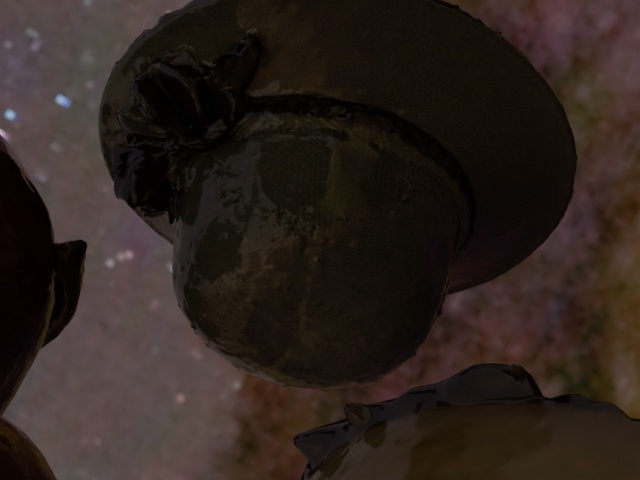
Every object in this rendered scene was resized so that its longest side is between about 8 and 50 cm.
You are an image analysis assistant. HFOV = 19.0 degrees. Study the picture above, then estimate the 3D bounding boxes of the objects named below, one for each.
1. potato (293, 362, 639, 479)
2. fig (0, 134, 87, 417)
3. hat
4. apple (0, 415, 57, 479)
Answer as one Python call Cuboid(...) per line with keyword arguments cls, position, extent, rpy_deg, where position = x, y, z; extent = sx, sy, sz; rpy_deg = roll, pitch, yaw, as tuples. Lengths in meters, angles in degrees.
Cuboid(cls="potato", position=(0.075, 0.174, 0.435), extent=(0.242, 0.285, 0.242), rpy_deg=(-57, -9, -13))
Cuboid(cls="fig", position=(-0.211, 0.026, 0.900), extent=(0.205, 0.205, 0.205), rpy_deg=(-54, -15, -22))
Cuboid(cls="hat", position=(0.000, 0.000, 0.969), extent=(0.257, 0.257, 0.130), rpy_deg=(102, 178, -51))
Cuboid(cls="apple", position=(-0.244, 0.183, 1.083), extent=(0.196, 0.196, 0.196), rpy_deg=(-54, -15, -22))
